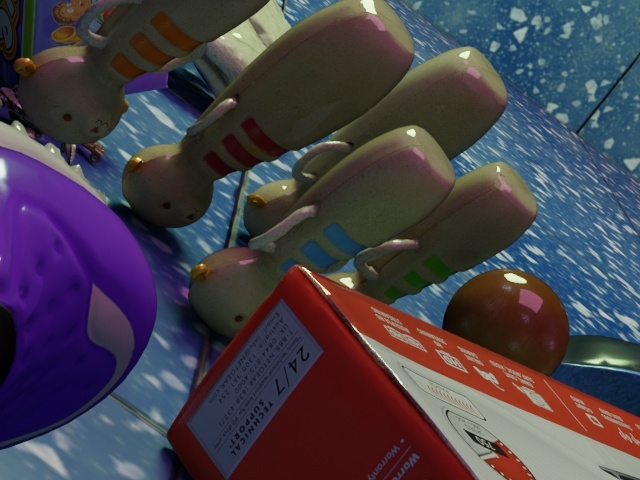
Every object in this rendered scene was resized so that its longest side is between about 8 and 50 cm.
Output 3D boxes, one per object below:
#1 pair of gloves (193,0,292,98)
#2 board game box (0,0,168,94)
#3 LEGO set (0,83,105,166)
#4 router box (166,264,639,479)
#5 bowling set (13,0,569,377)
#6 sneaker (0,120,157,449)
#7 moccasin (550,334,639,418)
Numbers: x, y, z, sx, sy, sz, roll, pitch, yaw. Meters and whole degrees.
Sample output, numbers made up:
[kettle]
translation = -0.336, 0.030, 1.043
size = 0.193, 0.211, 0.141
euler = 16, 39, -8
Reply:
[pair of gloves]
translation = -0.064, -0.160, 1.211
size = 0.204, 0.042, 0.240
euler = 57, 14, 2
[board game box]
translation = -0.141, -0.272, 0.859
size = 0.078, 0.347, 0.233
euler = -13, 41, -28
[LEGO set]
translation = -0.126, -0.058, 0.836
size = 0.054, 0.023, 0.083
euler = 39, 12, 3
[router box]
translation = 0.144, 0.170, 0.639
size = 0.335, 0.082, 0.301
euler = 25, 18, -46
[bowling set]
translation = 0.000, 0.000, 0.796
size = 0.287, 0.154, 0.200
euler = 21, 39, -57
[sneaker]
translation = -0.121, 0.040, 0.358
size = 0.146, 0.102, 0.293
euler = 49, 21, 28
[moccasin]
translation = 0.243, 0.135, 0.924
size = 0.342, 0.138, 0.117
euler = 36, 9, -12
